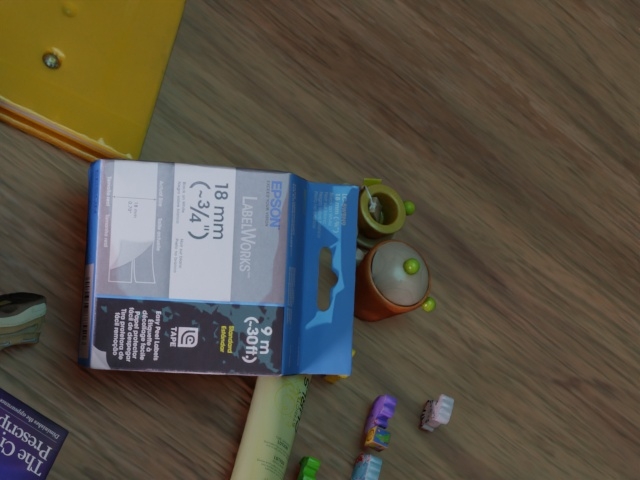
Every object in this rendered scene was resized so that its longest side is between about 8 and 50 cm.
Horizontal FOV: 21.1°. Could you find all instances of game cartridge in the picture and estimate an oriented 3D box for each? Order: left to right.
[{"bbox_3d":[-0.318,-0.274,2.118,0.285,0.053,0.323,26,56,-20],"label":"game cartridge"}]

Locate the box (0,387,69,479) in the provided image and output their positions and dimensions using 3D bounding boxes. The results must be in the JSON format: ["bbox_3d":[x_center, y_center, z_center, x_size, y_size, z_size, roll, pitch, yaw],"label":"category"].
[{"bbox_3d":[-0.422,0.216,1.786,0.261,0.103,0.184,36,62,-23],"label":"box"}]

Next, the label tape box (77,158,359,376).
[{"bbox_3d":[-0.104,0.035,1.995,0.334,0.106,0.240,3,86,-15],"label":"label tape box"}]

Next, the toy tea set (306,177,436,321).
[{"bbox_3d":[0.000,0.000,2.141,0.336,0.124,0.200,1,70,-31],"label":"toy tea set"}]

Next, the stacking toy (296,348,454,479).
[{"bbox_3d":[0.062,0.254,2.121,0.167,0.052,0.221,27,60,-17],"label":"stacking toy"}]

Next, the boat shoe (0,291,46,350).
[{"bbox_3d":[-0.374,0.108,1.888,0.190,0.068,0.072,-11,108,-49],"label":"boat shoe"}]

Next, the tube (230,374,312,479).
[{"bbox_3d":[-0.055,0.205,2.062,0.062,0.070,0.240,13,57,4],"label":"tube"}]
